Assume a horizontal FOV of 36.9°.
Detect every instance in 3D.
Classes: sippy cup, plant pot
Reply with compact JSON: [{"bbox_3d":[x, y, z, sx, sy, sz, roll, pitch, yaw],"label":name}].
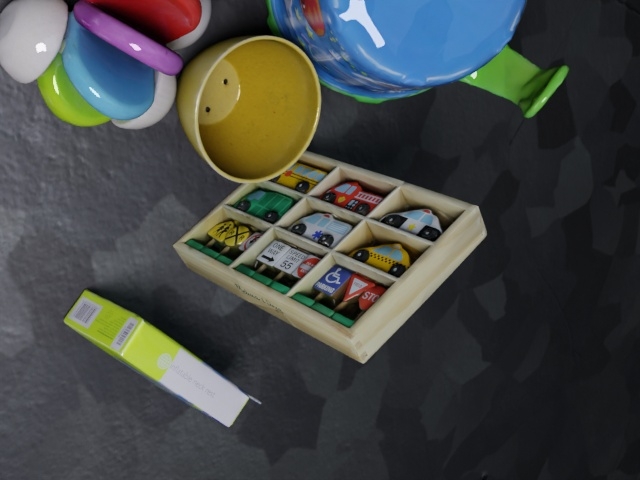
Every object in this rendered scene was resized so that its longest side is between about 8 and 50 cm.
[{"bbox_3d":[0.073,-0.228,0.842,0.306,0.224,0.239,-1,105,-8],"label":"sippy cup"},{"bbox_3d":[-0.081,-0.129,0.889,0.134,0.095,0.134,-16,118,-34],"label":"plant pot"}]

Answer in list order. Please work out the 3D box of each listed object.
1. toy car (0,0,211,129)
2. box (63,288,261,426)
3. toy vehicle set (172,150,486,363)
[{"bbox_3d":[-0.159,-0.174,0.779,0.159,0.136,0.181,25,89,-43],"label":"toy car"},{"bbox_3d":[-0.148,0.117,0.915,0.178,0.109,0.042,45,71,-41],"label":"box"},{"bbox_3d":[0.000,0.000,0.893,0.166,0.267,0.035,-44,130,-21],"label":"toy vehicle set"}]
